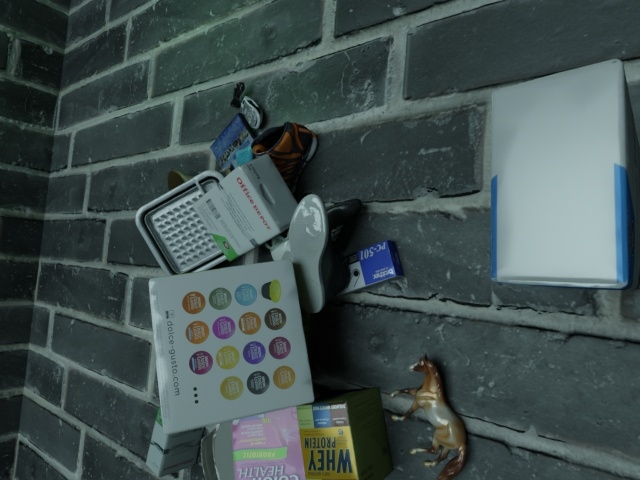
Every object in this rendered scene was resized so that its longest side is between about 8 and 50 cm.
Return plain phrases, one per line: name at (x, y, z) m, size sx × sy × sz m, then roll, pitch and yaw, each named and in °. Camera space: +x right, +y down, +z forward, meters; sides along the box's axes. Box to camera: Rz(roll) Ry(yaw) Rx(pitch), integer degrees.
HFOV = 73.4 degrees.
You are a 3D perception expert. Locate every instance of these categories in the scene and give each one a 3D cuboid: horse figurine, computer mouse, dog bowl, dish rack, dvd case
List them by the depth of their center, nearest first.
horse figurine at (0.255, 0.414, 0.981) m, size 0.174 × 0.066 × 0.263 m, roll -45°, pitch 58°, yaw 31°
dog bowl at (-0.208, 0.635, 1.282) m, size 0.349 × 0.102 × 0.348 m, roll -5°, pitch 82°, yaw 36°
dish rack at (-0.411, -0.047, 1.432) m, size 0.333 × 0.072 × 0.285 m, roll -28°, pitch 97°, yaw 3°
dvd case at (-0.272, -0.286, 1.474) m, size 0.180 × 0.022 × 0.253 m, roll -41°, pitch 70°, yaw 26°
computer mouse at (-0.246, -0.456, 1.480) m, size 0.193 × 0.042 × 0.106 m, roll 53°, pitch 138°, yaw 24°

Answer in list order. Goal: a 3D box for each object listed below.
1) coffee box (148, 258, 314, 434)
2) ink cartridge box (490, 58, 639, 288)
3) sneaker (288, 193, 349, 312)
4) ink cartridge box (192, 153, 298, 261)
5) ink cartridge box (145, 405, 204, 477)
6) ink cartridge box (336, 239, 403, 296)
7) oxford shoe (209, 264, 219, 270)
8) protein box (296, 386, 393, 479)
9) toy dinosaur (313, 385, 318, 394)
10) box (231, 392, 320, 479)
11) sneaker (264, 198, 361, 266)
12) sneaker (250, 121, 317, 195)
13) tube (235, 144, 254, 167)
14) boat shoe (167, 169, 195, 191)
coffee box at (-0.226, 0.253, 1.111) m, size 0.338 × 0.335 × 0.337 m, roll 136°, pitch 126°, yaw -74°
ink cartridge box at (0.424, -0.063, 0.707) m, size 0.166 × 0.395 × 0.285 m, roll -2°, pitch 83°, yaw 39°
sneaker at (0.004, 0.023, 1.094) m, size 0.105 × 0.147 × 0.295 m, roll 6°, pitch 106°, yaw 30°
ink cartridge box at (-0.214, -0.088, 1.251) m, size 0.289 × 0.122 × 0.211 m, roll -24°, pitch 100°, yaw 45°
ink cartridge box at (-0.486, 0.665, 1.457) m, size 0.087 × 0.153 × 0.208 m, roll 16°, pitch 93°, yaw 38°
ink cartridge box at (0.111, 0.078, 1.143) m, size 0.207 × 0.046 × 0.097 m, roll -23°, pitch 71°, yaw 34°
oxford shoe at (-0.384, 0.049, 1.517) m, size 0.096 × 0.083 × 0.227 m, roll 12°, pitch 90°, yaw 15°
protein box at (0.061, 0.475, 1.026) m, size 0.136 × 0.200 × 0.201 m, roll -16°, pitch 75°, yaw 26°
toy dinosaur at (-0.020, 0.479, 1.201) m, size 0.093 × 0.053 × 0.183 m, roll -35°, pitch 56°, yaw 45°
box at (-0.103, 0.532, 1.095) m, size 0.214 × 0.117 × 0.242 m, roll -10°, pitch 75°, yaw 12°
sneaker at (0.000, 0.000, 1.208) m, size 0.331 × 0.122 × 0.146 m, roll -31°, pitch 81°, yaw 33°
sneaker at (-0.152, -0.214, 1.295) m, size 0.125 × 0.180 × 0.321 m, roll 36°, pitch 106°, yaw 35°
tube at (-0.242, -0.211, 1.418) m, size 0.080 × 0.052 × 0.206 m, roll -15°, pitch 78°, yaw 28°
boat shoe at (-0.455, -0.178, 1.578) m, size 0.302 × 0.098 × 0.109 m, roll 29°, pitch 115°, yaw 34°
